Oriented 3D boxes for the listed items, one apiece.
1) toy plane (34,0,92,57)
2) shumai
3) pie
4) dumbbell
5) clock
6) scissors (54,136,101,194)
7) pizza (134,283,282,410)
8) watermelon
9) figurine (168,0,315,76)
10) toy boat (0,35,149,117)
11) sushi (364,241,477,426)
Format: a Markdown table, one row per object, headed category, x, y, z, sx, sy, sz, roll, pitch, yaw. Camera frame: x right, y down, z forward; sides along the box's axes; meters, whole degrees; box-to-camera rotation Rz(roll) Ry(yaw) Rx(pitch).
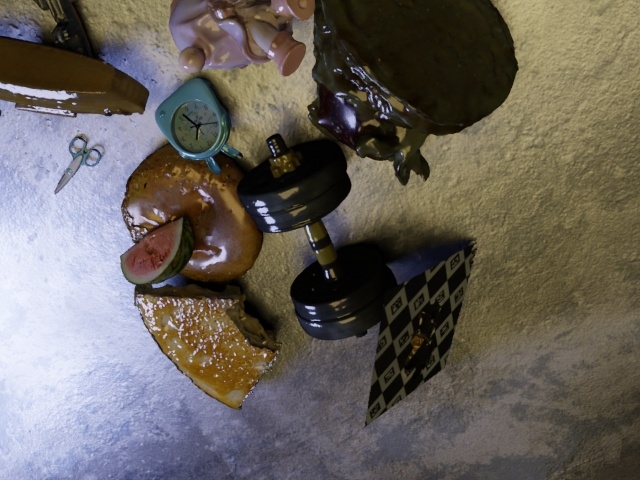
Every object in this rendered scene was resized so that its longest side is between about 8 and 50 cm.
| category | x | y | z | sx | sy | sz | roll | pitch | yaw |
| --- | --- | --- | --- | --- | --- | --- | --- | --- | --- |
| toy plane | -0.416 | -0.395 | 1.173 | 0.204 | 0.103 | 0.316 | -13 | 117 | 12 |
| shumai | 0.082 | -0.243 | 1.177 | 0.330 | 0.292 | 0.288 | 42 | 153 | -6 |
| pie | -0.218 | -0.037 | 1.374 | 0.274 | 0.069 | 0.273 | 5 | 118 | 9 |
| dumbbell | 0.000 | 0.000 | 1.305 | 0.185 | 0.185 | 0.388 | -17 | 116 | 14 |
| clock | -0.190 | -0.177 | 1.277 | 0.108 | 0.045 | 0.147 | -35 | 86 | 19 |
| scissors | -0.428 | -0.124 | 1.376 | 0.058 | 0.014 | 0.119 | 40 | 112 | -11 |
| pizza | -0.191 | 0.172 | 1.475 | 0.223 | 0.089 | 0.323 | -26 | 115 | 25 |
| watermelon | -0.266 | 0.035 | 1.364 | 0.163 | 0.086 | 0.069 | -27 | 151 | 29 |
| figurine | -0.115 | -0.305 | 1.129 | 0.276 | 0.200 | 0.133 | 16 | 131 | 47 |
| toy boat | -0.429 | -0.245 | 1.248 | 0.321 | 0.089 | 0.121 | 10 | 162 | 0 |
| sushi | 0.155 | 0.148 | 1.377 | 0.050 | 0.264 | 0.289 | 30 | 128 | 32 |
